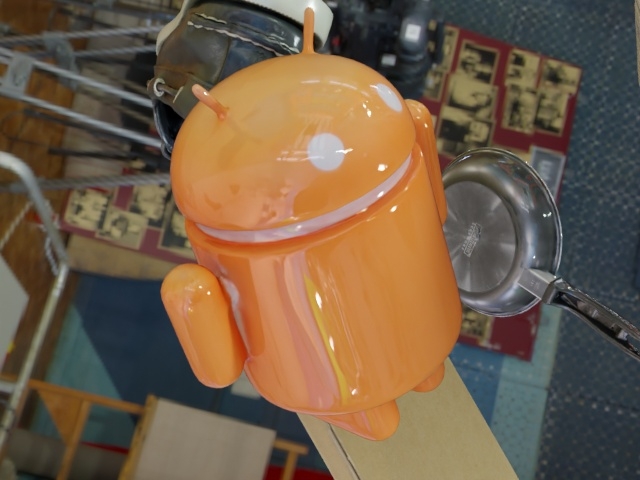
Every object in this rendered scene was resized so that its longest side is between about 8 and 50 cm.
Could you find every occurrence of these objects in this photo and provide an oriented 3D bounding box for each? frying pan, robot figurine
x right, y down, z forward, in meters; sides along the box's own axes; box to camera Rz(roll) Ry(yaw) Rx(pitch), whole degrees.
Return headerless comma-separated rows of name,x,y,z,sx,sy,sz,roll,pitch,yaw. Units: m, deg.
frying pan,0.216,0.046,1.059,0.197,0.053,0.326,-49,-119,43
robot figurine,-0.001,0.001,0.484,0.128,0.158,0.220,-106,178,-61

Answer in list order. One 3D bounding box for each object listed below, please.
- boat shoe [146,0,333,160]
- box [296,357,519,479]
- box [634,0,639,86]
boat shoe,-0.070,-0.090,0.690,0.340,0.127,0.113,173,-65,-75
box,0.067,0.142,0.632,0.021,0.201,0.164,-33,174,34
box,0.353,-0.125,0.602,0.094,0.275,0.113,62,23,-51
